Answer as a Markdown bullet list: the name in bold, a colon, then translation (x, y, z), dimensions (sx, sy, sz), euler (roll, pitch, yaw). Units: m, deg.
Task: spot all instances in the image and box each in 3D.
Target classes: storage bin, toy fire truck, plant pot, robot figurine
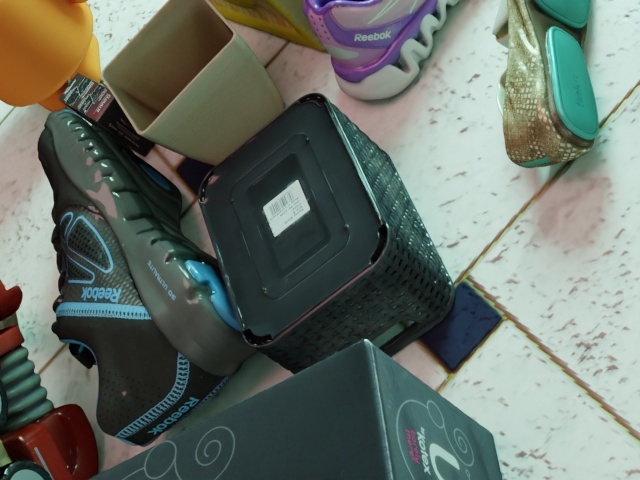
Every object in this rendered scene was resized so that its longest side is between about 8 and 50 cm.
- **storage bin**: translation (0.000, 0.000, 0.954), dimensions (0.122, 0.084, 0.180), euler (-38, 44, 15)
- **toy fire truck**: translation (-0.253, 0.112, 1.053), dimensions (0.158, 0.217, 0.246), euler (-22, 7, 29)
- **plant pot**: translation (-0.094, -0.124, 1.115), dimensions (0.109, 0.096, 0.109), euler (-46, 42, 7)
- **robot figurine**: translation (-0.298, -0.206, 1.259), dimensions (0.158, 0.219, 0.128), euler (6, 66, 43)

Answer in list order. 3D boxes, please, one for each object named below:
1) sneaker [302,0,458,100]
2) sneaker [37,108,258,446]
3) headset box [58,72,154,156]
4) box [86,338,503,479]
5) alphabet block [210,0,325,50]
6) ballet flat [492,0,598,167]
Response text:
- **sneaker**: translation (0.067, -0.225, 1.039), dimensions (0.095, 0.104, 0.236), euler (23, 77, 49)
- **sneaker**: translation (-0.167, 0.015, 1.062), dimensions (0.139, 0.125, 0.341), euler (-49, 39, 9)
- **headset box**: translation (-0.182, -0.109, 1.207), dimensions (0.083, 0.062, 0.032), euler (31, 85, 48)
- **box**: translation (-0.033, 0.202, 0.794), dimensions (0.270, 0.143, 0.165), euler (-29, 46, 22)
- **alphabet block**: translation (-0.050, -0.301, 1.130), dimensions (0.192, 0.193, 0.197), euler (28, 82, 49)
- **ballet flat**: translation (0.145, -0.135, 0.937), dimensions (0.067, 0.073, 0.206), euler (-32, 40, 41)
